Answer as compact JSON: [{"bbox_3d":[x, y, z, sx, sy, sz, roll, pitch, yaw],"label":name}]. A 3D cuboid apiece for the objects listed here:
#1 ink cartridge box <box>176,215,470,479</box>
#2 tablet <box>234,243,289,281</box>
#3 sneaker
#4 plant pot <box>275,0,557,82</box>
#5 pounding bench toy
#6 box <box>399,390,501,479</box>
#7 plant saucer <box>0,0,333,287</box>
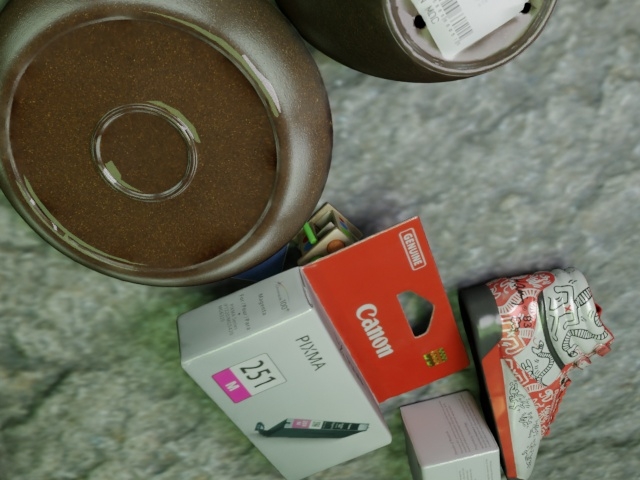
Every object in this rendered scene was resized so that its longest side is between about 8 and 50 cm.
[{"bbox_3d":[0.025,0.124,0.739,0.238,0.060,0.275,-23,136,5],"label":"ink cartridge box"},{"bbox_3d":[-0.076,0.015,0.739,0.083,0.006,0.054,10,116,-12],"label":"tablet"},{"bbox_3d":[0.247,0.152,0.811,0.144,0.090,0.270,-16,116,3],"label":"sneaker"},{"bbox_3d":[0.071,-0.197,0.521,0.215,0.230,0.216,-4,119,-6],"label":"plant pot"},{"bbox_3d":[0.000,0.000,0.708,0.052,0.065,0.083,-42,115,14],"label":"pounding bench toy"},{"bbox_3d":[0.147,0.246,0.840,0.087,0.102,0.101,-14,120,-3],"label":"box"},{"bbox_3d":[-0.144,-0.081,0.630,0.310,0.050,0.311,1,119,2],"label":"plant saucer"}]
